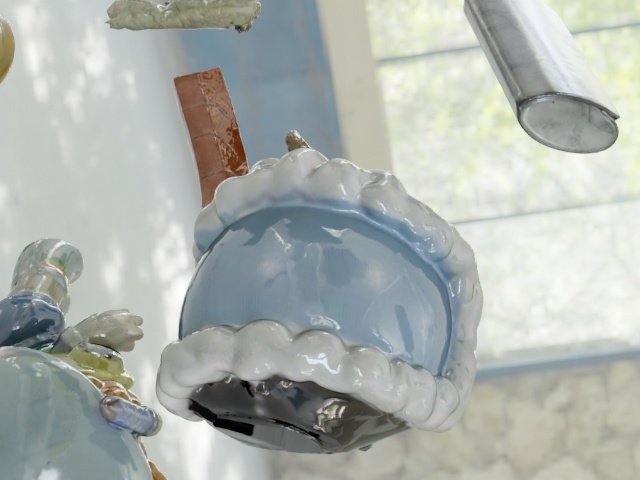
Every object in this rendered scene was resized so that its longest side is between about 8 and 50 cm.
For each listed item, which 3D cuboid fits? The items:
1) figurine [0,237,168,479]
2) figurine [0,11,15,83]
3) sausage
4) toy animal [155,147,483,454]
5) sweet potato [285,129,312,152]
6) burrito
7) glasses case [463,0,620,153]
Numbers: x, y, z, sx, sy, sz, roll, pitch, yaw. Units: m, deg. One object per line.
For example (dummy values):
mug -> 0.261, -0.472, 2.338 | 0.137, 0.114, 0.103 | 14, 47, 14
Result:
figurine -> -0.241, 0.150, 1.391 | 0.382, 0.205, 0.224 | -124, -129, -66
figurine -> -0.462, -0.179, 1.987 | 0.167, 0.192, 0.257 | -26, 152, -54
sausage -> -0.111, -0.097, 1.851 | 0.065, 0.065, 0.169 | -52, 128, -82
toy animal -> -0.007, 0.038, 1.134 | 0.156, 0.208, 0.204 | 62, 35, -54
sweet potato -> 0.000, 0.000, 1.590 | 0.050, 0.050, 0.214 | 46, 37, -81
burrito -> -0.155, -0.255, 1.944 | 0.045, 0.185, 0.041 | -70, 156, -51
glasses case -> 0.226, -0.185, 1.832 | 0.299, 0.114, 0.060 | -104, -149, -60
